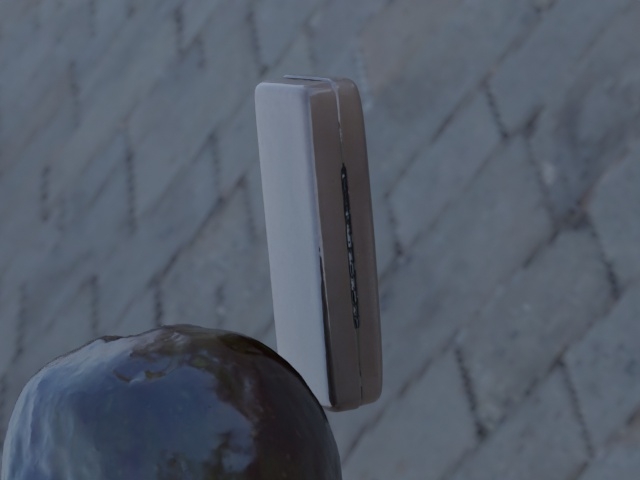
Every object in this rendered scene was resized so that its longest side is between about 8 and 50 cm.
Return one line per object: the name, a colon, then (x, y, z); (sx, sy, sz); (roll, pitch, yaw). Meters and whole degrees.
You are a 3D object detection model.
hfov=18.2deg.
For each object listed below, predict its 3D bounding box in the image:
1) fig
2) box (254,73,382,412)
fig: (-0.041, 0.103, 0.625); (0.109, 0.103, 0.155); (-20, 78, 62)
box: (0.000, 0.000, 0.694); (0.048, 0.025, 0.115); (-166, 69, -65)
